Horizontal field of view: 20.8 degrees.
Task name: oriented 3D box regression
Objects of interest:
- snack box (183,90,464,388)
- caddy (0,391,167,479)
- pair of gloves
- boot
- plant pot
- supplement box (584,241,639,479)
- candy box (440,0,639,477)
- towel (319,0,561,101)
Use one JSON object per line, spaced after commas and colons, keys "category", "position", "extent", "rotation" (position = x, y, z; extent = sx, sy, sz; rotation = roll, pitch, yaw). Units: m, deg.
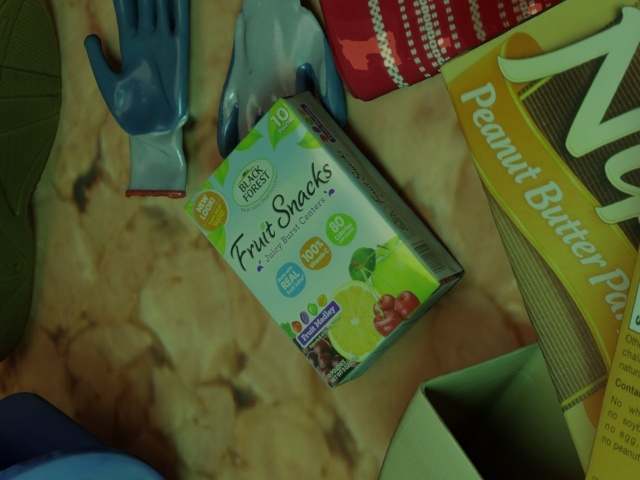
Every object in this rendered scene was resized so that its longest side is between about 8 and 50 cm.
{"category": "snack box", "position": [0.000, 0.000, 1.002], "extent": [0.141, 0.037, 0.100], "rotation": [50, 119, 12]}
{"category": "caddy", "position": [-0.216, 0.256, 1.070], "extent": [0.179, 0.241, 0.341], "rotation": [35, 113, 37]}
{"category": "pair of gloves", "position": [-0.067, -0.103, 1.071], "extent": [0.198, 0.023, 0.159], "rotation": [-3, 89, 36]}
{"category": "boot", "position": [-0.279, -0.062, 1.191], "extent": [0.203, 0.095, 0.262], "rotation": [17, 107, 36]}
{"category": "plant pot", "position": [0.092, 0.132, 0.917], "extent": [0.109, 0.109, 0.096], "rotation": [56, 133, 21]}
{"category": "supplement box", "position": [0.174, 0.063, 0.746], "extent": [0.080, 0.078, 0.233], "rotation": [29, 112, 49]}
{"category": "candy box", "position": [0.197, 0.023, 0.837], "extent": [0.183, 0.087, 0.316], "rotation": [-25, 78, 35]}
{"category": "towel", "position": [0.096, -0.208, 0.937], "extent": [0.275, 0.031, 0.199], "rotation": [-20, 81, 36]}
